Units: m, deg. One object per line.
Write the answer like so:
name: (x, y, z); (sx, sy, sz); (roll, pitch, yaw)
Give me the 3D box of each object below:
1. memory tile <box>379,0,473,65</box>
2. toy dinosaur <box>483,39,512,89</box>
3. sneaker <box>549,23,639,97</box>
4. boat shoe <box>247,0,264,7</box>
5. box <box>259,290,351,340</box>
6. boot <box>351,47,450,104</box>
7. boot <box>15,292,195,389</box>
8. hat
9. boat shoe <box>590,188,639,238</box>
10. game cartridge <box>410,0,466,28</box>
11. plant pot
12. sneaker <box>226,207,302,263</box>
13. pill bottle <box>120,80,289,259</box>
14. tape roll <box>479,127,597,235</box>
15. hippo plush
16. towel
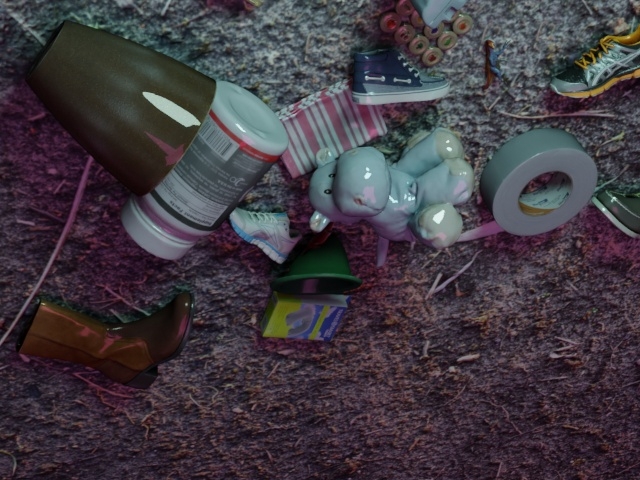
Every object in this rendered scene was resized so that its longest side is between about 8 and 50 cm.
memory tile: (0.177, -0.361, 1.530); (0.148, 0.012, 0.113); (29, 116, -37)
toy dinosaur: (0.300, -0.310, 1.605); (0.090, 0.047, 0.082); (-33, 116, 26)
sneaker: (0.508, -0.321, 1.649); (0.214, 0.084, 0.083); (-23, 122, -3)
boat shoe: (-0.136, -0.382, 1.369); (0.135, 0.050, 0.045); (14, 120, -30)
box: (-0.027, 0.157, 1.919); (0.178, 0.042, 0.109); (6, 129, -24)
boot: (0.140, -0.282, 1.556); (0.190, 0.069, 0.086); (-11, 114, -28)
boot: (-0.409, 0.158, 1.774); (0.280, 0.096, 0.264); (25, 127, -27)
hat: (0.000, 0.000, 1.798); (0.208, 0.184, 0.173); (-9, 164, 25)
boat shoe: (0.677, -0.056, 1.934); (0.305, 0.109, 0.091); (20, 122, -40)
game cartridge: (0.222, -0.464, 1.318); (0.062, 0.198, 0.297); (24, 119, -36)
plant pot: (-0.311, -0.216, 1.374); (0.230, 0.215, 0.215); (33, 115, -24)
sneaker: (-0.105, -0.031, 1.705); (0.083, 0.071, 0.190); (-43, 140, 12)
pill bottle: (-0.197, -0.110, 1.524); (0.161, 0.161, 0.283); (25, 120, -36)
tape roll: (0.428, -0.113, 1.811); (0.219, 0.072, 0.219); (-10, 134, -10)
hippo plush: (0.103, -0.107, 1.617); (0.236, 0.234, 0.294); (17, 165, -25)
towel: (0.013, -0.196, 1.612); (0.197, 0.029, 0.144); (-26, 136, 4)
